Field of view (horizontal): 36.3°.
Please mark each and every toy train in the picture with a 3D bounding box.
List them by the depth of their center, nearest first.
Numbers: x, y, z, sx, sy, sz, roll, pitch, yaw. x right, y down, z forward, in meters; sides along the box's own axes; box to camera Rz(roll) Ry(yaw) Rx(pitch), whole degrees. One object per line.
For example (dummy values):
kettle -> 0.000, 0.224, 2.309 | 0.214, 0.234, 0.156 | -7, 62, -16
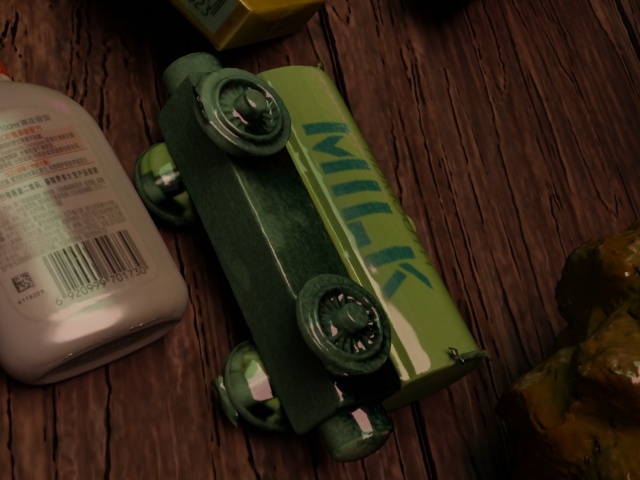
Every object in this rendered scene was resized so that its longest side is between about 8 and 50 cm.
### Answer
toy train -> 0.000, 0.000, 0.571 | 0.157, 0.105, 0.253 | -8, 63, -42

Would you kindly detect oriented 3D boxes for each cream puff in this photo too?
cream puff -> 0.210, 0.099, 0.540 | 0.244, 0.244, 0.196 | 14, 25, -17

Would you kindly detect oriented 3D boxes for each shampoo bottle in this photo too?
shampoo bottle -> -0.163, -0.033, 0.534 | 0.108, 0.051, 0.220 | -23, 72, -29

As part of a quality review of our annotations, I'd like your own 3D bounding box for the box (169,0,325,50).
box -> -0.125, -0.236, 0.633 | 0.279, 0.041, 0.153 | 45, 23, 1
